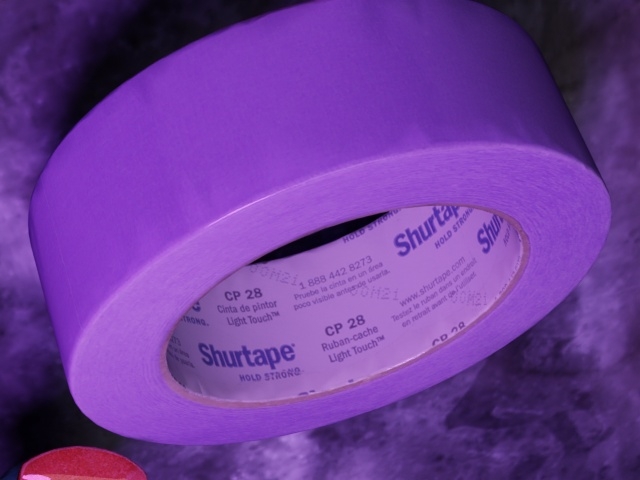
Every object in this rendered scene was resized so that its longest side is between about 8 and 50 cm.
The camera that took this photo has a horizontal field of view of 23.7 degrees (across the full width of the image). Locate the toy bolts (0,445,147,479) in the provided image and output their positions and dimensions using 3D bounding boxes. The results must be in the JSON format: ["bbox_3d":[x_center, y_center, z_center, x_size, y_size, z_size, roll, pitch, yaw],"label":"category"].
[{"bbox_3d":[-0.205,0.121,0.814,0.228,0.158,0.218,14,81,-16],"label":"toy bolts"}]

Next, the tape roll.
[{"bbox_3d":[0.000,0.000,0.755,0.274,0.090,0.275,-16,153,-8],"label":"tape roll"}]

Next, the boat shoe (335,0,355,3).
[{"bbox_3d":[-0.031,-0.201,0.625,0.096,0.098,0.277,-40,132,11],"label":"boat shoe"}]
